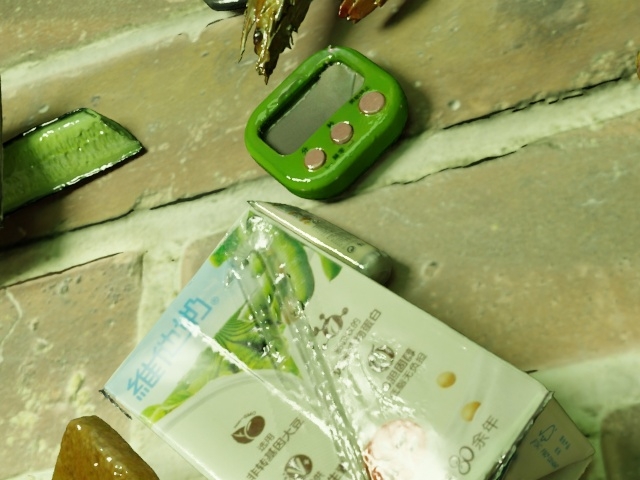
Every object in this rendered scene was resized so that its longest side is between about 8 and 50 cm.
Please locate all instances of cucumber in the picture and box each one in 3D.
[{"bbox_3d":[-0.289,-0.077,1.279,0.220,0.070,0.046,-26,22,7],"label":"cucumber"}]

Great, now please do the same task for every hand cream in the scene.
[{"bbox_3d":[0.000,0.000,1.090,0.143,0.061,0.039,33,110,36],"label":"hand cream"}]

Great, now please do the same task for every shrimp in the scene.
[{"bbox_3d":[0.006,-0.256,1.207,0.150,0.068,0.249,27,80,22],"label":"shrimp"}]

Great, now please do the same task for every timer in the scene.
[{"bbox_3d":[0.006,-0.107,1.157,0.140,0.047,0.128,-45,53,-5],"label":"timer"}]

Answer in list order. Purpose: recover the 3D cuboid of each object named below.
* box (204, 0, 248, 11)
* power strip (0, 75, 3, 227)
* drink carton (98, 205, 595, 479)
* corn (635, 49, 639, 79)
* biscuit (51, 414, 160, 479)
[{"bbox_3d":[-0.026,-0.333,1.320,0.201,0.042,0.213,-9,56,22],"label":"box"},{"bbox_3d":[-0.383,-0.053,1.258,0.198,0.064,0.213,-43,45,37],"label":"power strip"},{"bbox_3d":[0.017,0.135,0.943,0.324,0.132,0.194,31,78,39],"label":"drink carton"},{"bbox_3d":[0.340,-0.098,0.968,0.079,0.079,0.237,-46,55,-6],"label":"corn"},{"bbox_3d":[-0.143,0.269,0.897,0.278,0.043,0.302,-26,64,48],"label":"biscuit"}]
